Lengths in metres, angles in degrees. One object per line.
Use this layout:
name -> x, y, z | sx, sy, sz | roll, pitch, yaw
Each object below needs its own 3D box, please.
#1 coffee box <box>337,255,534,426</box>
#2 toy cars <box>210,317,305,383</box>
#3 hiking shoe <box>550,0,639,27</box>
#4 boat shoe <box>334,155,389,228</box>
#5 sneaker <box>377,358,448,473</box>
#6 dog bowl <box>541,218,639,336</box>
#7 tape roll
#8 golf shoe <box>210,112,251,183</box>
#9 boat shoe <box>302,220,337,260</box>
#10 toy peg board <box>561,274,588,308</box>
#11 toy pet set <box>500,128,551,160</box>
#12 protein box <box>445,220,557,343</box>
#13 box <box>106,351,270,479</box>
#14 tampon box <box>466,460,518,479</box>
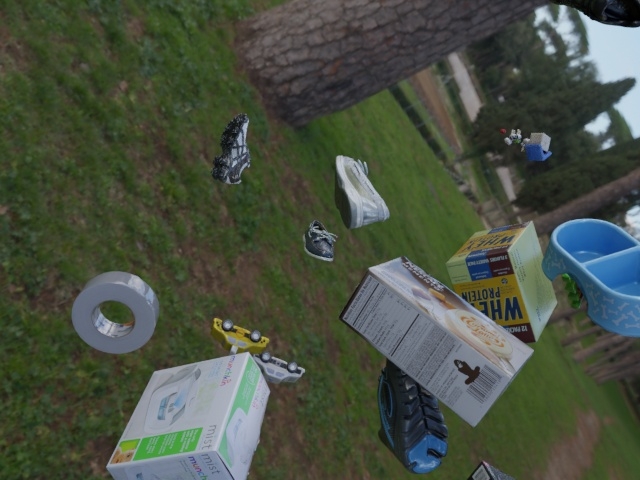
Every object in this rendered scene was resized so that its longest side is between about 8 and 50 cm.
coffee box -> 0.170, 0.138, 0.981 | 0.246, 0.098, 0.141 | 38, 22, 21
toy cars -> -0.208, 0.377, 2.132 | 0.393, 0.177, 0.087 | 48, 50, -40
hiking shoe -> 0.469, -0.430, 1.148 | 0.227, 0.086, 0.114 | 20, 27, 3
boat shoe -> 0.094, -0.128, 1.699 | 0.320, 0.103, 0.118 | -105, -166, -63
sneaker -> 0.149, 0.234, 1.190 | 0.140, 0.125, 0.340 | 14, -78, 63
dog bowl -> 0.531, 0.055, 1.222 | 0.297, 0.166, 0.074 | -118, -165, -55
tape roll -> -0.550, 0.195, 1.796 | 0.219, 0.219, 0.072 | 59, 10, -22
golf shoe -> -0.230, -0.250, 1.836 | 0.094, 0.198, 0.077 | 20, 2, -39
boat shoe -> 0.000, 0.000, 2.152 | 0.095, 0.079, 0.254 | 19, 13, -11
toy peg board -> 0.635, 0.100, 1.520 | 0.079, 0.161, 0.161 | -58, 136, -26
toy pet set -> 0.520, -0.230, 1.675 | 0.122, 0.114, 0.065 | 18, 84, -42
protein box -> 0.386, 0.091, 1.404 | 0.201, 0.136, 0.199 | -33, 106, -54
box -> -0.244, 0.368, 1.303 | 0.262, 0.231, 0.126 | -74, 145, -57
tampon box -> 0.347, 0.508, 1.225 | 0.161, 0.101, 0.120 | 31, 12, -18
